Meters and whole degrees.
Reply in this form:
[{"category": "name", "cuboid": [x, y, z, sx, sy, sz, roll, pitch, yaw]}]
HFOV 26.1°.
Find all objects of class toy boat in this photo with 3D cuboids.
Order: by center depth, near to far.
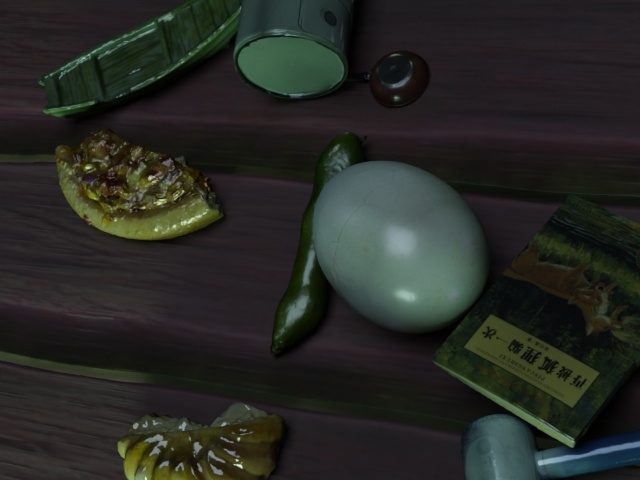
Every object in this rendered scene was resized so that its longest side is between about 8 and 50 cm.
[{"category": "toy boat", "cuboid": [-0.196, -0.223, 1.633, 0.293, 0.055, 0.093, -26, 55, 13]}]

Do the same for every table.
[{"category": "table", "cuboid": [-0.022, -0.282, 1.533, 0.126, 0.126, 0.220, -7, 60, 23]}]

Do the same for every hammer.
[{"category": "hammer", "cuboid": [0.222, 0.195, 1.204, 0.193, 0.069, 0.116, -14, 57, 14]}]

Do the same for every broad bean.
[{"category": "broad bean", "cuboid": [0.000, -0.001, 1.426, 0.053, 0.052, 0.256, -24, 46, 66]}]

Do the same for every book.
[{"category": "book", "cuboid": [0.231, 0.066, 1.254, 0.160, 0.024, 0.228, 29, 64, 34]}]

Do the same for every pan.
[{"category": "pan", "cuboid": [0.062, -0.181, 1.502, 0.115, 0.023, 0.068, 6, 69, 28]}]

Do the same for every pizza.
[{"category": "pizza", "cuboid": [-0.216, -0.064, 1.557, 0.246, 0.058, 0.127, 33, 82, 33]}]

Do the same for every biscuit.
[{"category": "biscuit", "cuboid": [-0.124, 0.215, 1.365, 0.183, 0.061, 0.118, -7, 63, 23]}]

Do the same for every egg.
[{"category": "egg", "cuboid": [0.072, 0.002, 1.323, 0.151, 0.151, 0.209, -47, 44, -3]}]
